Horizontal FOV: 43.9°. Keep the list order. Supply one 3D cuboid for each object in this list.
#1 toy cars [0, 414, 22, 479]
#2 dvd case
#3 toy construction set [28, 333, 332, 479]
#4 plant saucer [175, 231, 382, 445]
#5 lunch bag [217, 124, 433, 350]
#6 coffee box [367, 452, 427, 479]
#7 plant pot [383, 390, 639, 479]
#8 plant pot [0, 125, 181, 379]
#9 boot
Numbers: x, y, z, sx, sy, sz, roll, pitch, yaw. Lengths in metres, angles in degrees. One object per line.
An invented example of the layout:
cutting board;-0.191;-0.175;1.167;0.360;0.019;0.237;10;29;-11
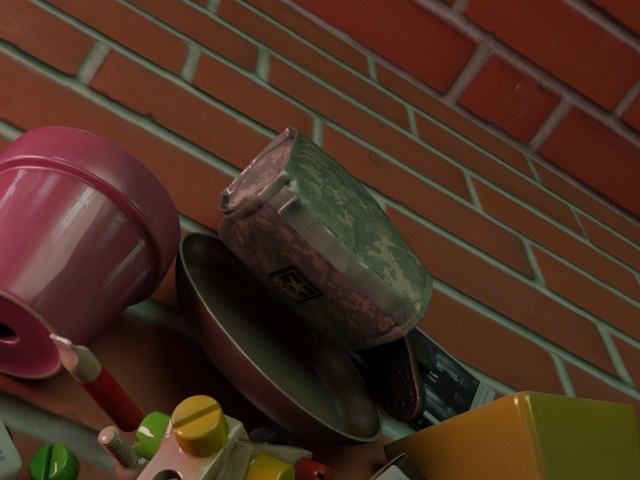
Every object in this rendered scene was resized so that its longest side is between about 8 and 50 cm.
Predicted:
toy cars;-0.280;0.178;0.540;0.176;0.087;0.393;28;22;-32
dvd case;0.131;0.183;1.108;0.239;0.029;0.179;40;28;5
toy construction set;-0.129;0.170;0.540;0.309;0.257;0.237;41;-20;40
plant saucer;-0.055;0.117;0.893;0.310;0.050;0.310;44;8;-8
lunch bag;0.000;0.000;0.974;0.235;0.169;0.287;44;4;-13
coffee box;0.097;0.354;0.655;0.297;0.168;0.119;47;29;18
plant pot;0.225;0.294;0.867;0.212;0.212;0.187;15;55;-37
plant pot;-0.256;0.023;0.753;0.201;0.201;0.180;31;43;-10
boot;0.116;0.159;0.997;0.106;0.082;0.219;27;20;-24
